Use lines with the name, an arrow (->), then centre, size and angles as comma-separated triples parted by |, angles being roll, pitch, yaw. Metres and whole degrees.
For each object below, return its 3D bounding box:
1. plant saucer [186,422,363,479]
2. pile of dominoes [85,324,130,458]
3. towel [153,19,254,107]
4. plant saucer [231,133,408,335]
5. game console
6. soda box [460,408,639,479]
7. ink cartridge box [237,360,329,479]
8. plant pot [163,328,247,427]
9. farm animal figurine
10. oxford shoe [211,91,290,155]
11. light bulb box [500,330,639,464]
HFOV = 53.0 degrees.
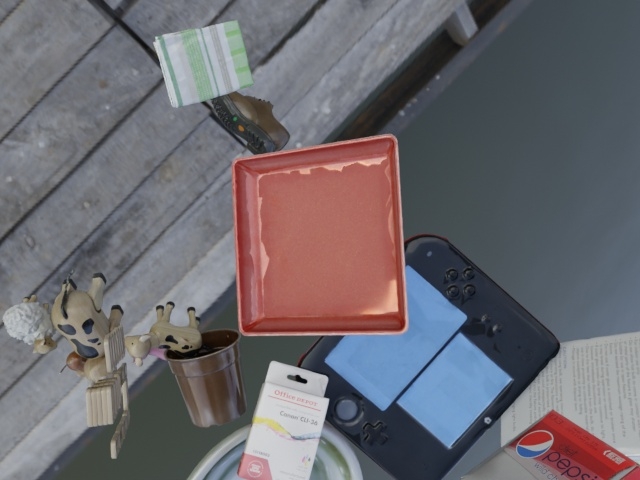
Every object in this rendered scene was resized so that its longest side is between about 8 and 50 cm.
plant saucer -> -0.106, 0.507, 1.190 | 0.400, 0.100, 0.401 | -5, 99, -32
pile of dominoes -> -0.366, 0.251, 1.109 | 0.040, 0.251, 0.196 | -4, 89, -12
towel -> -0.188, -0.288, 1.044 | 0.152, 0.023, 0.113 | -25, 114, -30
plant saucer -> 0.000, 0.000, 0.891 | 0.047, 0.258, 0.259 | 3, 83, -62
game console -> 0.184, 0.219, 1.154 | 0.387, 0.342, 0.060 | -49, 177, 3
soda box -> 0.200, 0.245, 0.408 | 0.083, 0.092, 0.263 | -34, 102, -7
ink cartridge box -> -0.058, 0.310, 1.081 | 0.115, 0.198, 0.067 | 16, 163, -4
plant pot -> -0.235, 0.297, 1.375 | 0.166, 0.167, 0.165 | -16, 103, -23
farm animal figurine -> -0.442, 0.210, 1.344 | 0.330, 0.172, 0.327 | -24, 128, 15
oxford shoe -> -0.152, -0.268, 1.352 | 0.096, 0.227, 0.083 | -38, 167, -25
light bulb box -> 0.583, 0.344, 1.207 | 0.360, 0.226, 0.358 | -17, 141, 37
